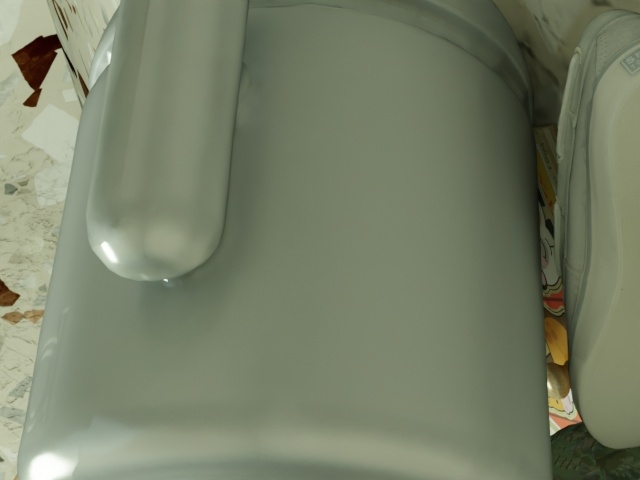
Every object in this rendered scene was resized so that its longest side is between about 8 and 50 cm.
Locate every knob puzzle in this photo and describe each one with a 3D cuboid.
[{"bbox_3d":[0.105,0.033,0.606,0.213,0.030,0.213,157,90,-78],"label":"knob puzzle"}]

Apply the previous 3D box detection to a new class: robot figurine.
[{"bbox_3d":[-0.009,0.011,0.469,0.300,0.199,0.354,64,-154,-56],"label":"robot figurine"}]

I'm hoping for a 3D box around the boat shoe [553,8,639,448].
[{"bbox_3d":[0.117,0.000,0.432,0.063,0.066,0.184,-106,0,-54],"label":"boat shoe"}]

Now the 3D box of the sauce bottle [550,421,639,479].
[{"bbox_3d":[0.158,0.236,0.559,0.111,0.111,0.344,53,162,49],"label":"sauce bottle"}]
